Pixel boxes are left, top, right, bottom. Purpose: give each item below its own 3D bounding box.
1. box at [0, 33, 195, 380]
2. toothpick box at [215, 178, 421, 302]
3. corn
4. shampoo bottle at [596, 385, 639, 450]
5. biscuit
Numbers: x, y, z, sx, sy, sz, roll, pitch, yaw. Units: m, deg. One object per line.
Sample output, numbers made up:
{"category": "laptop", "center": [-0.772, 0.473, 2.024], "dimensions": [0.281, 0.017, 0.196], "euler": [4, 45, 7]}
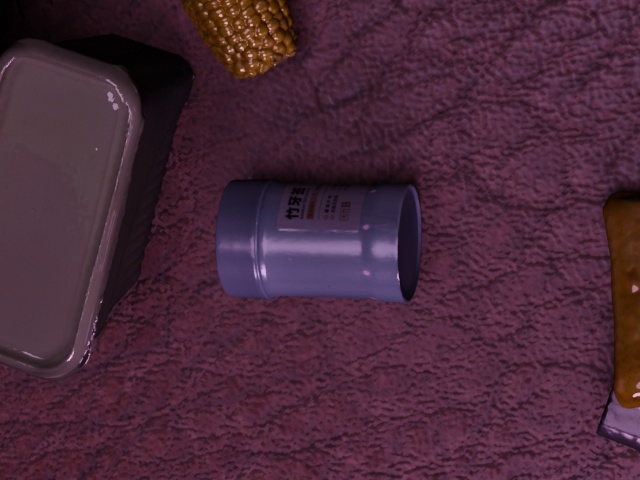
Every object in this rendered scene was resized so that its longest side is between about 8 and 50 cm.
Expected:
{"category": "box", "center": [-0.200, -0.037, 1.482], "dimensions": [0.138, 0.178, 0.274], "euler": [21, 109, 10]}
{"category": "toothpick box", "center": [0.000, 0.000, 1.478], "dimensions": [0.153, 0.101, 0.101], "euler": [2, 104, 14]}
{"category": "corn", "center": [-0.097, -0.256, 1.445], "dimensions": [0.091, 0.091, 0.260], "euler": [-22, 99, 28]}
{"category": "shampoo bottle", "center": [0.381, 0.163, 1.422], "dimensions": [0.309, 0.071, 0.098], "euler": [20, 86, 11]}
{"category": "biscuit", "center": [0.307, 0.041, 1.399], "dimensions": [0.174, 0.039, 0.183], "euler": [0, 75, 13]}
